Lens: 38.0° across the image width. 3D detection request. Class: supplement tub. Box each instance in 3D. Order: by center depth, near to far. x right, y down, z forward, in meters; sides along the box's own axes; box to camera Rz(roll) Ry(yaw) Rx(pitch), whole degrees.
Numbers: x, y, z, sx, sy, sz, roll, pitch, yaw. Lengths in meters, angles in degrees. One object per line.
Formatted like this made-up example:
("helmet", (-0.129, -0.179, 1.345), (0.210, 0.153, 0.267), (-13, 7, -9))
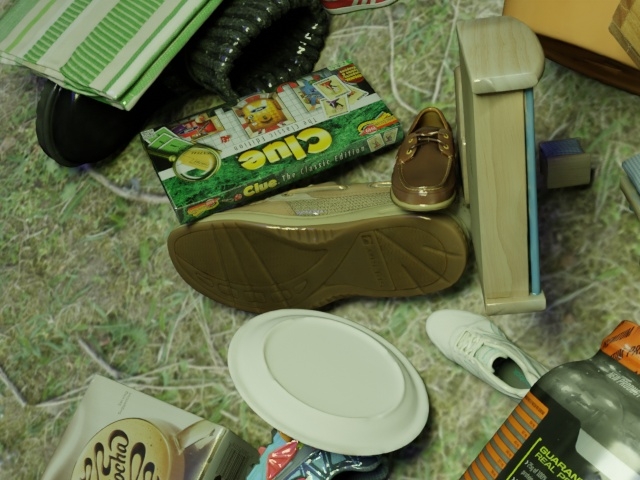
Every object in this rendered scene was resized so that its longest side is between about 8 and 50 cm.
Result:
("supplement tub", (0.195, 0.241, 0.711), (0.207, 0.207, 0.338), (40, 94, 34))

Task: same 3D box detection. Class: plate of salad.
("plate of salad", (0.006, 0.136, 0.886), (0.200, 0.200, 0.048), (42, 127, 34))

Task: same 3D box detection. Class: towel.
("towel", (-0.257, -0.281, 1.126), (0.325, 0.038, 0.248), (24, 71, 41))

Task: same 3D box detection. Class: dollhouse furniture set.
("dollhouse furniture set", (0.270, -0.096, 0.764), (0.303, 0.198, 0.286), (-5, 30, 6))

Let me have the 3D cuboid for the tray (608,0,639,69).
("tray", (0.436, -0.139, 0.664), (0.411, 0.076, 0.203), (-14, 58, -18))

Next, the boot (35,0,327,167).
("boot", (-0.178, -0.199, 1.138), (0.260, 0.131, 0.348), (35, 90, 34))

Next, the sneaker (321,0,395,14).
("sneaker", (0.045, -0.304, 1.092), (0.118, 0.067, 0.042), (-10, 67, 26))

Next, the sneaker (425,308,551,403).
("sneaker", (0.157, 0.105, 0.874), (0.152, 0.061, 0.053), (32, 91, 36))

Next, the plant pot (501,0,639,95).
("plant pot", (0.292, -0.244, 0.818), (0.291, 0.291, 0.203), (28, 101, 34))

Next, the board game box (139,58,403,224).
("board game box", (-0.055, -0.113, 1.017), (0.260, 0.030, 0.136), (-22, 52, -13))

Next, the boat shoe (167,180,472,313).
("boat shoe", (0.000, 0.000, 0.985), (0.341, 0.121, 0.110), (-2, 32, 24))

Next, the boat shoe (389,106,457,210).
("boat shoe", (0.100, -0.080, 0.900), (0.064, 0.060, 0.178), (0, 26, 9))

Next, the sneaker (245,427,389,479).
("sneaker", (-0.031, 0.280, 0.887), (0.125, 0.104, 0.262), (32, 89, 32))

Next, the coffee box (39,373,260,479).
("coffee box", (-0.205, 0.308, 0.926), (0.168, 0.119, 0.297), (18, 71, 24))
